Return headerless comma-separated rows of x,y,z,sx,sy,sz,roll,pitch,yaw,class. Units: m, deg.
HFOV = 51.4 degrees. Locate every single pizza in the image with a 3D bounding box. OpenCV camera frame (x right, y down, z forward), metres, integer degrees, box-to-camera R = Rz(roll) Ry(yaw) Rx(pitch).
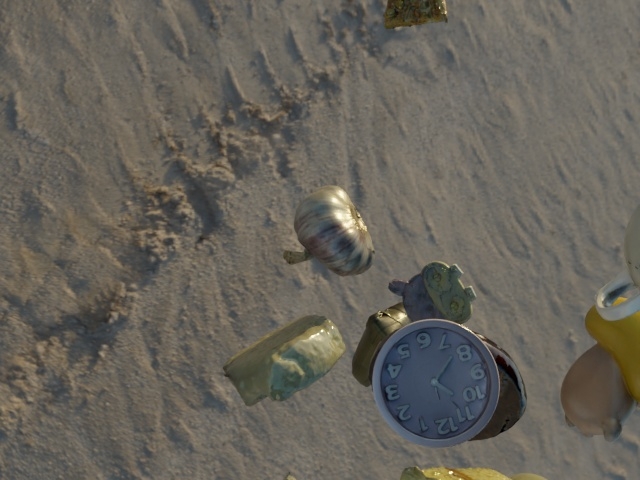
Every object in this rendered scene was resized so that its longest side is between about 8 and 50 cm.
0.174,-0.477,1.324,0.041,0.130,0.178,28,37,-61,pizza

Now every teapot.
0.526,0.014,0.957,0.208,0.299,0.166,49,17,-15,teapot

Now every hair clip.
0.238,0.129,1.320,0.187,0.146,0.056,58,15,6,hair clip

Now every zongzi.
0.241,0.315,2.155,0.300,0.145,0.274,-28,148,-42,zongzi

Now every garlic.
0.000,0.000,1.715,0.245,0.253,0.245,44,29,-33,garlic

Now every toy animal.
0.745,0.321,1.538,0.246,0.277,0.345,22,90,-27,toy animal

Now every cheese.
-0.100,0.298,1.644,0.115,0.326,0.318,60,26,-5,cheese

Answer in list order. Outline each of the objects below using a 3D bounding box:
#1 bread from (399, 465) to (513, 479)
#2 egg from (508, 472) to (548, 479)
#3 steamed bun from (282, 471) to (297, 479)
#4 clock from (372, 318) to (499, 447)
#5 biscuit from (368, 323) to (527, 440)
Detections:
0.240,0.556,1.122,0.345,0.242,0.405,4,108,-41,bread
0.582,0.744,1.850,0.241,0.185,0.186,11,83,-50,egg
-0.077,0.671,1.436,0.275,0.206,0.320,-60,161,23,steamed bun
0.181,0.225,1.058,0.068,0.196,0.197,55,45,-78,clock
0.324,0.363,1.720,0.407,0.407,0.091,55,38,-26,biscuit
